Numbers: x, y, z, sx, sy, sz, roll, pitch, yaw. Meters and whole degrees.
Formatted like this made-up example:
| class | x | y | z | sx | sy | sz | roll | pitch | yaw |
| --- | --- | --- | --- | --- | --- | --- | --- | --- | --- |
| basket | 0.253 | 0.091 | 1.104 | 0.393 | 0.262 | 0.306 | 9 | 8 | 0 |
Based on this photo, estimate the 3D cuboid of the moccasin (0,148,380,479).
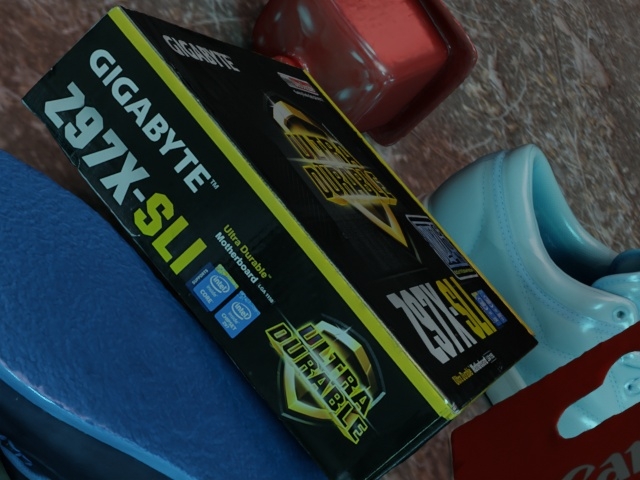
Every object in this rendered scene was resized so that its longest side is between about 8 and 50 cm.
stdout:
| class | x | y | z | sx | sy | sz | roll | pitch | yaw |
| --- | --- | --- | --- | --- | --- | --- | --- | --- | --- |
| moccasin | -0.116 | 0.088 | 0.651 | 0.342 | 0.117 | 0.138 | 45 | 35 | -16 |

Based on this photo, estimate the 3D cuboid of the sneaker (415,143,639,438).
| class | x | y | z | sx | sy | sz | roll | pitch | yaw |
| --- | --- | --- | --- | --- | --- | --- | --- | --- | --- |
| sneaker | 0.212 | 0.090 | 1.000 | 0.366 | 0.150 | 0.135 | 50 | 35 | -2 |

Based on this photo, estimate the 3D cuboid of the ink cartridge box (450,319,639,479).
| class | x | y | z | sx | sy | sz | roll | pitch | yaw |
| --- | --- | --- | --- | --- | --- | --- | --- | --- | --- |
| ink cartridge box | 0.151 | 0.170 | 0.712 | 0.091 | 0.308 | 0.385 | 35 | 37 | -25 |

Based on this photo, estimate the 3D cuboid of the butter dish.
| class | x | y | z | sx | sy | sz | roll | pitch | yaw |
| --- | --- | --- | --- | --- | --- | --- | --- | --- | --- |
| butter dish | 0.008 | -0.140 | 1.001 | 0.118 | 0.160 | 0.160 | -35 | 86 | -33 |

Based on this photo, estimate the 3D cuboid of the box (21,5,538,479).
| class | x | y | z | sx | sy | sz | roll | pitch | yaw |
| --- | --- | --- | --- | --- | --- | --- | --- | --- | --- |
| box | 0.000 | 0.000 | 0.787 | 0.257 | 0.079 | 0.322 | 52 | 13 | 9 |
